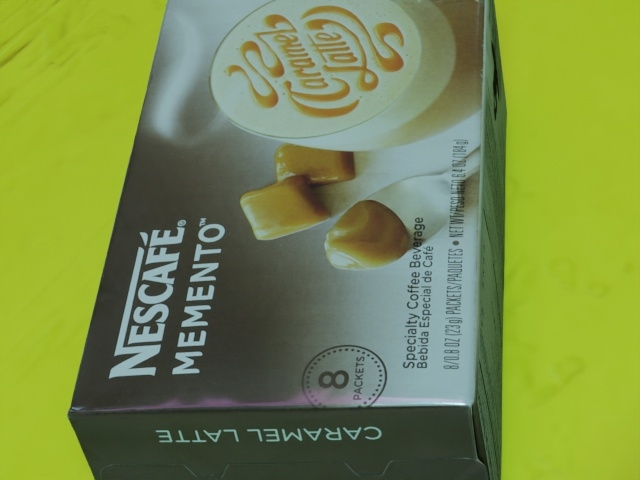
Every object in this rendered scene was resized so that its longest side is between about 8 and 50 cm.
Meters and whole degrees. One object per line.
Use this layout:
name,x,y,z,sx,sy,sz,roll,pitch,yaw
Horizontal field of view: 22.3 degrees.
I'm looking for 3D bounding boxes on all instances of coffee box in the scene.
coffee box,0.000,0.000,0.641,0.141,0.098,0.246,-2,46,11
